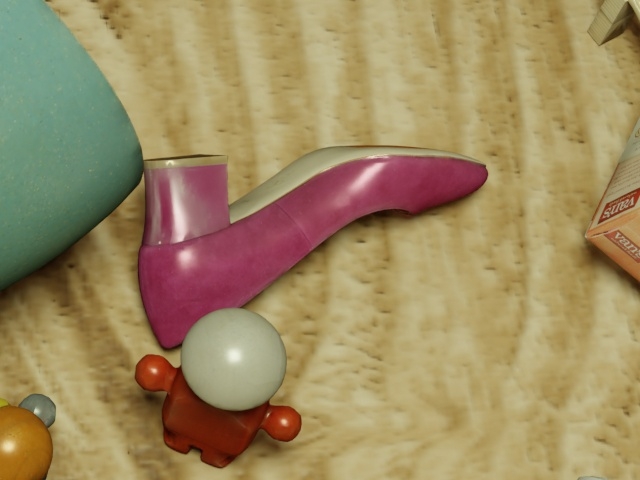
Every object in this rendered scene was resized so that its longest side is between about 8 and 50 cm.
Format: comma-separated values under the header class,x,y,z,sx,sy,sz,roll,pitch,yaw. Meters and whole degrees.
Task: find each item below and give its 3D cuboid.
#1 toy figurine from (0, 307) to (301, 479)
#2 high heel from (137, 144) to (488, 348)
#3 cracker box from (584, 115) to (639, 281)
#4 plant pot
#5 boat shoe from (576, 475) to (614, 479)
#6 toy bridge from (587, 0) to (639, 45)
class,x,y,z,sx,sy,sz,roll,pitch,yaw
toy figurine,-0.086,0.161,1.024,0.209,0.148,0.213,-17,68,-20
high heel,0.000,0.000,1.186,0.244,0.082,0.117,-5,96,-31
cracker box,0.288,-0.051,1.243,0.156,0.067,0.232,39,58,-15
plant pot,-0.269,-0.055,1.015,0.290,0.290,0.195,36,70,7
boat shoe,0.273,0.257,1.092,0.335,0.121,0.119,25,82,0
toy bridge,0.210,-0.162,1.309,0.026,0.063,0.188,-29,72,-25
